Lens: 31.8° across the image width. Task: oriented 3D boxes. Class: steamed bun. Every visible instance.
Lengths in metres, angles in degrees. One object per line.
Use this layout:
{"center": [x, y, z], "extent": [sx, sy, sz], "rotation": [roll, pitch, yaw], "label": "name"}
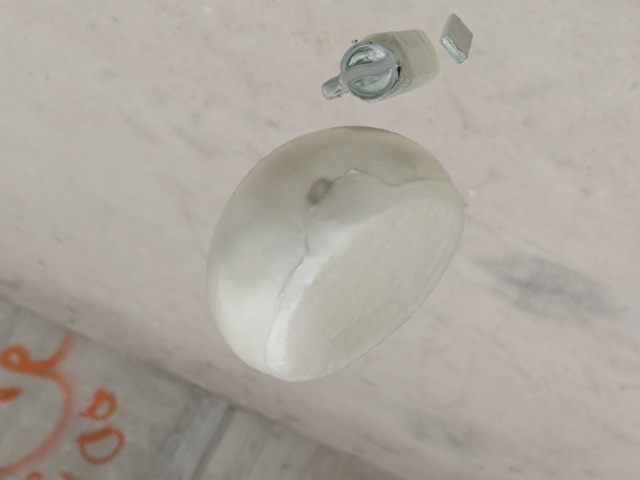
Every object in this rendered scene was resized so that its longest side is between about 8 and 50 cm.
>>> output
{"center": [0.000, 0.000, 1.151], "extent": [0.177, 0.283, 0.283], "rotation": [45, 166, 29], "label": "steamed bun"}

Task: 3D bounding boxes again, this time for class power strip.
{"center": [0.206, -0.306, 1.687], "extent": [0.019, 0.136, 0.051], "rotation": [-39, 105, 27], "label": "power strip"}

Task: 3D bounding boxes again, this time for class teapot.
{"center": [0.068, -0.204, 1.339], "extent": [0.107, 0.200, 0.077], "rotation": [-20, 94, 21], "label": "teapot"}
